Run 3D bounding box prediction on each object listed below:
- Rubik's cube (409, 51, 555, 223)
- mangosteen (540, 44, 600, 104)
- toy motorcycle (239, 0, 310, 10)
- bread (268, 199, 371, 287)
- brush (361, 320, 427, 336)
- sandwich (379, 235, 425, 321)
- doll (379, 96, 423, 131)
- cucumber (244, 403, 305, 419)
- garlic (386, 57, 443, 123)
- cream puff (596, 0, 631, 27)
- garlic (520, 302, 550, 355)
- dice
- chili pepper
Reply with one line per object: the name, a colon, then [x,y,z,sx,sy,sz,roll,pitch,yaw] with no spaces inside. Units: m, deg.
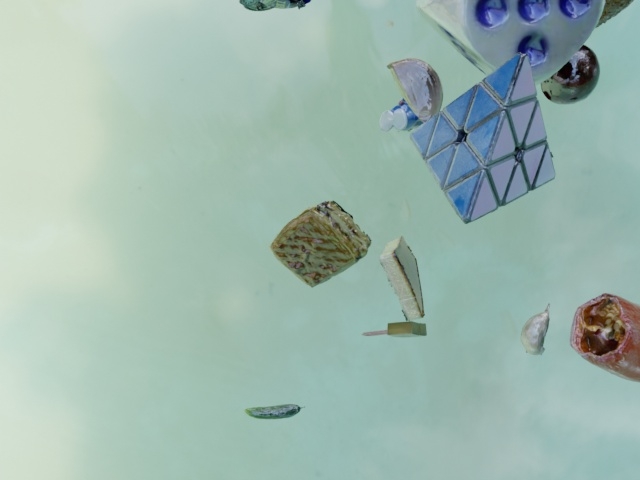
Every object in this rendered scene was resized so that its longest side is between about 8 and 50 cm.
Rubik's cube: [0.201,-0.109,0.650,0.211,0.190,0.178,15,56,13]
mangosteen: [0.600,-0.408,1.293,0.153,0.152,0.152,-7,54,10]
toy motorcycle: [-0.094,-0.561,1.122,0.169,0.315,0.113,-5,92,-4]
bread: [0.000,0.000,1.953,0.324,0.277,0.167,-40,12,35]
brush: [0.245,0.317,1.849,0.234,0.103,0.047,-12,70,37]
sandwich: [0.227,0.093,1.395,0.058,0.193,0.162,-20,12,24]
doll: [0.349,-0.480,2.015,0.257,0.161,0.215,-32,37,-34]
cucumber: [-0.125,0.474,1.454,0.168,0.039,0.039,-3,54,-4]
garlic: [0.263,-0.395,1.369,0.101,0.087,0.195,-29,86,2]
cream puff: [0.667,-0.649,1.331,0.303,0.303,0.212,1,86,15]
garlic: [0.592,0.251,1.459,0.066,0.152,0.084,12,20,20]
dice: [0.343,-0.446,0.972,0.243,0.251,0.259,-49,20,18]
chili pepper: [0.957,0.304,1.662,0.229,0.305,0.251,5,73,56]
